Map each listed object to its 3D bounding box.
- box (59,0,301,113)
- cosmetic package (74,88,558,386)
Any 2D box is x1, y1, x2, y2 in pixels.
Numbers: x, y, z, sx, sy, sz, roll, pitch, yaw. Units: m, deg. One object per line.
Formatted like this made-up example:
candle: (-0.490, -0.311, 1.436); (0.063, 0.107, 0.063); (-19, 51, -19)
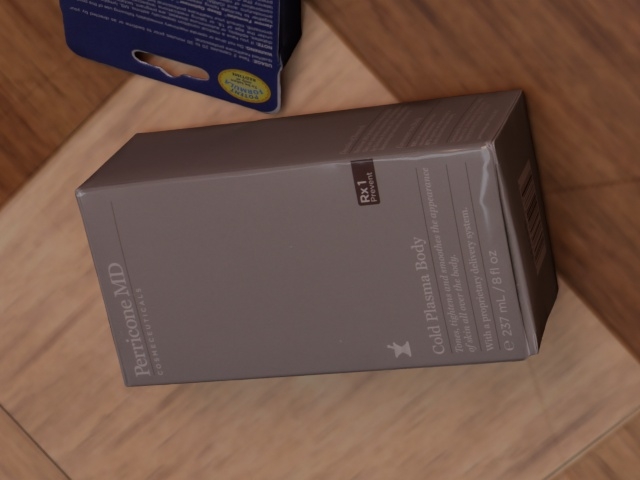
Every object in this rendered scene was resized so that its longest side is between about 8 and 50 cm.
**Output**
box: (-0.077, -0.168, 1.043); (0.136, 0.036, 0.225); (17, 142, 12)
cosmetic package: (0.000, 0.000, 1.078); (0.238, 0.107, 0.127); (-8, 109, 18)
